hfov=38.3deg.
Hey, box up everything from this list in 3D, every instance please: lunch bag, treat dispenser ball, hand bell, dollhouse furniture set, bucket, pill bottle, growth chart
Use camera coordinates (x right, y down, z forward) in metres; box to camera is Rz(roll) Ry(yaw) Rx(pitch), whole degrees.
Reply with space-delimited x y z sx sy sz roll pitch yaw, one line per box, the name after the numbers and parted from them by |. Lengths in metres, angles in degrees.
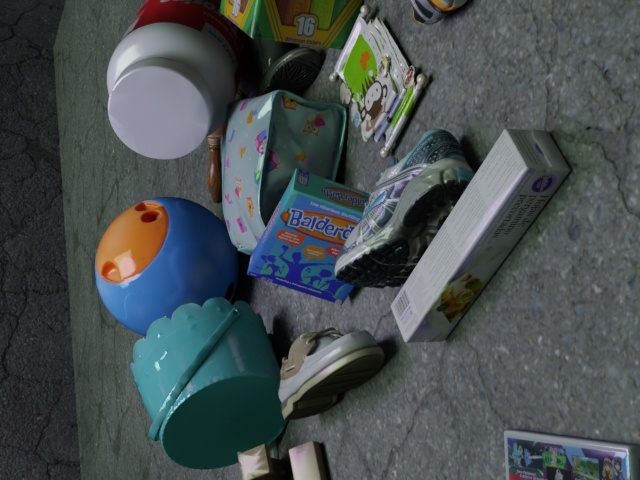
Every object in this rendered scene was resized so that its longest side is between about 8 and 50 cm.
-0.074 -0.102 1.531 0.223 0.160 0.262 4 86 64 | lunch bag
-0.308 0.055 1.857 0.288 0.288 0.288 -179 90 -65 | treat dispenser ball
-0.221 -0.192 1.943 0.126 0.126 0.242 -132 36 -55 | hand bell
-0.035 0.414 1.570 0.151 0.123 0.144 -26 60 23 | dollhouse furniture set
-0.193 0.262 1.651 0.183 0.281 0.281 58 139 45 | bucket
-0.260 -0.320 1.702 0.407 0.229 0.229 -85 12 -56 | pill bottle
0.080 -0.234 1.367 0.237 0.021 0.172 63 143 42 | growth chart

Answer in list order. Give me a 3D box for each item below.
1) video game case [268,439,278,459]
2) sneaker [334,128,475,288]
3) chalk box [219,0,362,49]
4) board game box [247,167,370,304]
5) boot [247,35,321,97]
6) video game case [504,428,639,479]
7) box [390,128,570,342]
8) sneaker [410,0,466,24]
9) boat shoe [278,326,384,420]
-0.109 0.395 1.745 0.122 0.011 0.087 -39 55 58 | video game case
0.110 -0.036 1.228 0.283 0.110 0.122 -47 39 43 | sneaker
-0.031 -0.466 1.432 0.179 0.180 0.288 -130 46 -54 | chalk box
0.000 0.000 1.361 0.210 0.160 0.047 120 164 -46 | board game box
-0.072 -0.357 1.641 0.190 0.076 0.208 -31 51 44 | boot
0.262 0.297 0.960 0.201 0.023 0.183 166 104 -65 | video game case
0.180 0.006 1.099 0.324 0.063 0.067 -63 37 42 | box
0.130 -0.382 1.206 0.083 0.084 0.214 135 130 -62 | sneaker
-0.001 0.188 1.413 0.302 0.113 0.103 -48 52 55 | boat shoe
